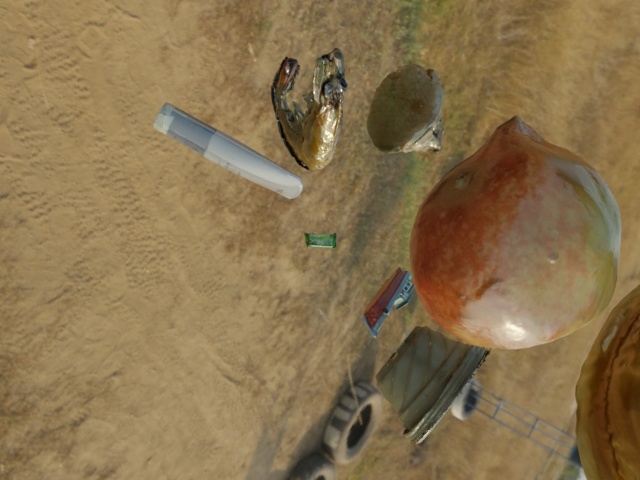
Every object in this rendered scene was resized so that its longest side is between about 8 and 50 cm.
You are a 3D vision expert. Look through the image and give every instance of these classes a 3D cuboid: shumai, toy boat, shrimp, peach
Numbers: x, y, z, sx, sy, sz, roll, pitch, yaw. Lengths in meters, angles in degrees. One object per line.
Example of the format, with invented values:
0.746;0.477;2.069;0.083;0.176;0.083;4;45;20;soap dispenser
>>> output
0.203;-0.270;1.323;0.120;0.201;0.201;13;103;-45;shumai
0.142;0.129;1.272;0.173;0.059;0.069;-49;-178;-37;toy boat
-0.024;-0.214;0.964;0.058;0.173;0.253;-28;153;-24;shrimp
0.216;-0.010;0.699;0.232;0.233;0.256;-16;98;-55;peach

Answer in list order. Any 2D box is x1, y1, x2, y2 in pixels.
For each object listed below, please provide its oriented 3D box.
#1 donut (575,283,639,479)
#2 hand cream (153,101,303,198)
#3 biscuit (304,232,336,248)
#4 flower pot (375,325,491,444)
0.529;0.225;0.707;0.448;0.449;0.198;-56;161;-13;donut
-0.143;-0.138;0.986;0.048;0.255;0.079;-64;-172;-16;hand cream
0.000;0.000;1.668;0.016;0.089;0.046;119;-29;-66;biscuit
0.194;0.253;1.156;0.235;0.141;0.235;-50;169;-13;flower pot
